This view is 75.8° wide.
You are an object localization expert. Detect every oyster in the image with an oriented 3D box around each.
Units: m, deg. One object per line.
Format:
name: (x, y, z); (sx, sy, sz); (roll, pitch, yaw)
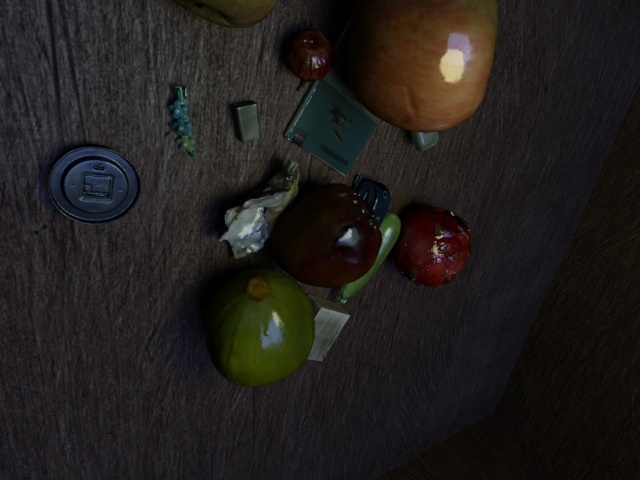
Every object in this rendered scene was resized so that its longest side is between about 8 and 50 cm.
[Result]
oyster: (-0.173, -0.082, 1.141); (0.271, 0.100, 0.275); (-38, 163, -33)

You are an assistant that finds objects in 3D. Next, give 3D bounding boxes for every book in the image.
book: (0.082, -0.405, 1.194); (0.264, 0.031, 0.379); (24, 100, -41)

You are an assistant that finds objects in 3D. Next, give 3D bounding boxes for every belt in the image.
belt: (0.154, -0.092, 1.367); (0.128, 0.122, 0.218); (9, 111, -51)

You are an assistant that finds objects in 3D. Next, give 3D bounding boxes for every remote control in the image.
remote control: (0.303, -0.423, 1.276); (0.090, 0.038, 0.310); (-32, 123, -10)

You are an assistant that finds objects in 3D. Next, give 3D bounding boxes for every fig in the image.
fig: (-0.171, 0.235, 1.162); (0.343, 0.343, 0.343); (-18, 124, -28)
fig: (-0.023, -0.446, 1.030); (0.128, 0.128, 0.150); (-28, 128, -21)

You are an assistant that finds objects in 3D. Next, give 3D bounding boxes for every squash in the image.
squash: (0.166, 0.062, 1.470); (0.118, 0.118, 0.371); (21, 104, -42)

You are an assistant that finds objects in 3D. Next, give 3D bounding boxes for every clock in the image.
clock: (-0.503, -0.125, 0.920); (0.184, 0.040, 0.185); (-18, 125, -27)

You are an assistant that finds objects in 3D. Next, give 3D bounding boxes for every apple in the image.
apple: (0.237, -0.470, 1.004); (0.346, 0.391, 0.392); (8, 115, 1)
apple: (-0.185, -0.543, 0.771); (0.256, 0.257, 0.234); (17, 102, -41)

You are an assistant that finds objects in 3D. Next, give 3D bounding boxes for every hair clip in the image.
hair clip: (-0.325, -0.276, 0.968); (0.049, 0.049, 0.173); (-18, 126, -27)

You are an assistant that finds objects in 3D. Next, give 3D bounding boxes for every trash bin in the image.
trash bin: (-0.189, -0.303, 1.049); (0.061, 0.043, 0.092); (-21, 129, -25)

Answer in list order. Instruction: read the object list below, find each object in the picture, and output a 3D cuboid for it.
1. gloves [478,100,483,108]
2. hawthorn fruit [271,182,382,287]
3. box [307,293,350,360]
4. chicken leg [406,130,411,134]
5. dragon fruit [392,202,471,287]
gloves: (0.442, -0.473, 1.364); (0.285, 0.119, 0.142); (-6, 104, -50)
hawthorn fruit: (0.015, -0.011, 1.193); (0.324, 0.308, 0.308); (-4, 125, 9)
box: (-0.018, 0.320, 1.495); (0.168, 0.095, 0.212); (25, 100, -41)
chicken leg: (0.349, -0.400, 1.382); (0.205, 0.053, 0.093); (-8, 141, -24)
dragon fruit: (0.409, 0.018, 1.511); (0.295, 0.295, 0.302); (3, 101, -37)
